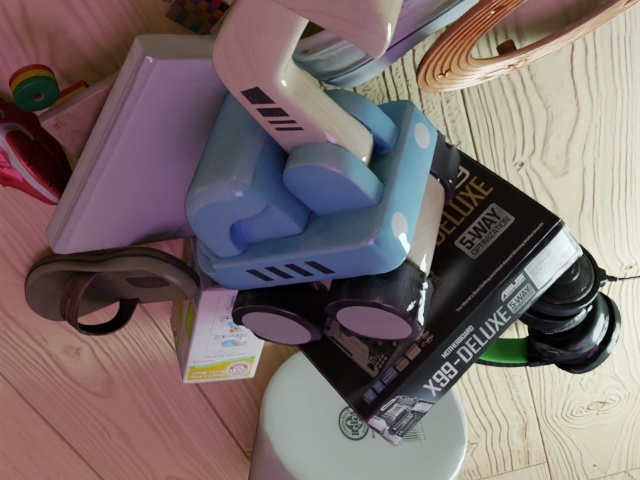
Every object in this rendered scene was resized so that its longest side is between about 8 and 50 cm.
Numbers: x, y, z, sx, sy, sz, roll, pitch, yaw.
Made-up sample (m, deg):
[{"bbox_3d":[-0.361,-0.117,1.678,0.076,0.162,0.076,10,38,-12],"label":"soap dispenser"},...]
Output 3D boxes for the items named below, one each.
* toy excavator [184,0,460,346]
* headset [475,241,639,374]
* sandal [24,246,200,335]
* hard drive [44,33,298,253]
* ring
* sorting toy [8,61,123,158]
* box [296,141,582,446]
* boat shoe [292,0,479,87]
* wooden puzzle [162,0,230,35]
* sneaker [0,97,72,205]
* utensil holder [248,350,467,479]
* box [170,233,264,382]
[{"bbox_3d":[-0.021,-0.092,0.974,0.433,0.222,0.445,-9,145,41],"label":"toy excavator"},{"bbox_3d":[0.348,0.112,1.427,0.394,0.185,0.243,-15,140,22],"label":"headset"},{"bbox_3d":[-0.280,0.073,1.280,0.303,0.086,0.120,-11,148,42],"label":"sandal"},{"bbox_3d":[-0.167,-0.103,1.132,0.203,0.040,0.307,-9,147,-41],"label":"hard drive"},{"bbox_3d":[0.241,-0.245,1.006,0.336,0.032,0.336,-25,172,-4],"label":"ring"},{"bbox_3d":[-0.222,-0.142,1.114,0.132,0.046,0.274,-28,154,4],"label":"sorting toy"},{"bbox_3d":[0.112,0.048,1.185,0.307,0.242,0.076,-45,133,0],"label":"box"},{"bbox_3d":[0.084,-0.290,0.959,0.367,0.136,0.156,-32,152,31],"label":"boat shoe"},{"bbox_3d":[-0.129,-0.243,1.069,0.083,0.006,0.049,25,128,-33],"label":"wooden puzzle"},{"bbox_3d":[-0.385,-0.100,1.125,0.128,0.087,0.221,-23,131,20],"label":"sneaker"},{"bbox_3d":[0.039,0.386,1.571,0.327,0.327,0.385,-2,135,-10],"label":"utensil holder"},{"bbox_3d":[-0.132,0.087,1.350,0.103,0.114,0.203,-2,138,-20],"label":"box"}]
